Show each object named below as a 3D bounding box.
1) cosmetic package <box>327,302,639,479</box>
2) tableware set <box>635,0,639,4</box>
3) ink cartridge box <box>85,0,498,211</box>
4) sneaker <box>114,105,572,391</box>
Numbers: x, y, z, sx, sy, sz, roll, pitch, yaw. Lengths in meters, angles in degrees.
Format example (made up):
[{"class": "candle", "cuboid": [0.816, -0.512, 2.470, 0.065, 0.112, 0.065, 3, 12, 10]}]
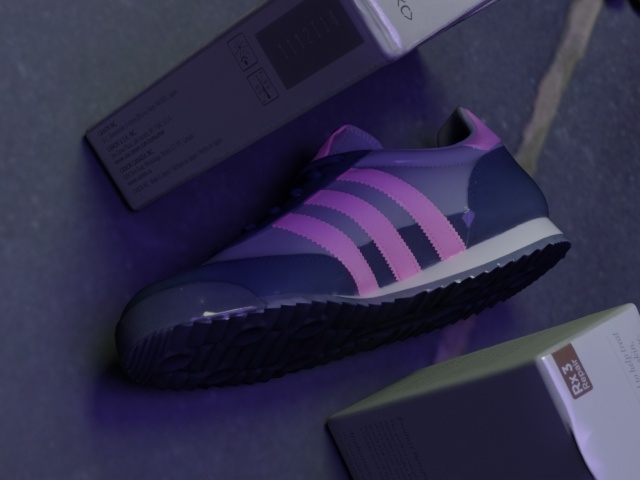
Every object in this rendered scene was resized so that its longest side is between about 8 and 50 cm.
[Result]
[{"class": "cosmetic package", "cuboid": [0.110, 0.122, 1.035, 0.085, 0.231, 0.117, -26, 92, -34]}, {"class": "tableware set", "cuboid": [0.222, -0.248, 1.329, 0.104, 0.024, 0.154, 8, 72, -30]}, {"class": "ink cartridge box", "cuboid": [0.035, -0.133, 1.021, 0.261, 0.296, 0.066, -34, 95, -34]}, {"class": "sneaker", "cuboid": [0.000, 0.000, 1.094, 0.319, 0.112, 0.131, -13, 67, -36]}]
